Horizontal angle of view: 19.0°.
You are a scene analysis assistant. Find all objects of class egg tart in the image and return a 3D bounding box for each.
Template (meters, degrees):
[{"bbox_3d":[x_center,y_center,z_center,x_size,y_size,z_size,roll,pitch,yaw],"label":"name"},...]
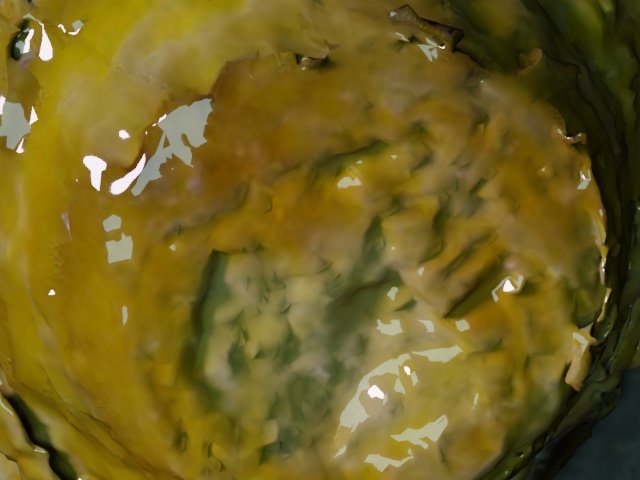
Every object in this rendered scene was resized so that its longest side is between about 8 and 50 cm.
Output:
[{"bbox_3d":[0.000,0.000,0.596,0.295,0.116,0.295,-6,113,-14],"label":"egg tart"}]
